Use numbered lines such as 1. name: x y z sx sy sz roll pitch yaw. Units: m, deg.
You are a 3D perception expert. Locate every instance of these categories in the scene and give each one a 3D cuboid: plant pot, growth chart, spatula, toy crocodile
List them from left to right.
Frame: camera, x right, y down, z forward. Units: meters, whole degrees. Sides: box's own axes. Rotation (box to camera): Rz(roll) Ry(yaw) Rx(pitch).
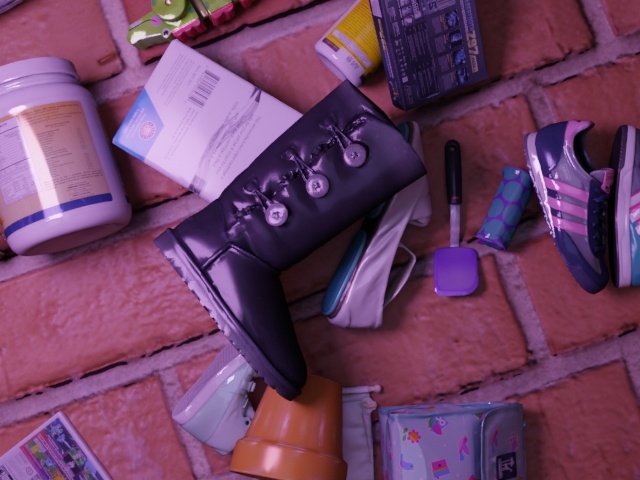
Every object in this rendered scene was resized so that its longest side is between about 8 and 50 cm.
1. toy crocodile: -0.208 -0.448 1.629 0.341 0.115 0.105 -28 87 2
2. plant pot: -0.042 0.338 1.538 0.205 0.205 0.187 11 73 4
3. growth chart: 0.025 0.387 1.627 0.172 0.021 0.237 2 88 4
4. spatula: 0.253 -0.044 1.627 0.084 0.030 0.296 -1 87 2

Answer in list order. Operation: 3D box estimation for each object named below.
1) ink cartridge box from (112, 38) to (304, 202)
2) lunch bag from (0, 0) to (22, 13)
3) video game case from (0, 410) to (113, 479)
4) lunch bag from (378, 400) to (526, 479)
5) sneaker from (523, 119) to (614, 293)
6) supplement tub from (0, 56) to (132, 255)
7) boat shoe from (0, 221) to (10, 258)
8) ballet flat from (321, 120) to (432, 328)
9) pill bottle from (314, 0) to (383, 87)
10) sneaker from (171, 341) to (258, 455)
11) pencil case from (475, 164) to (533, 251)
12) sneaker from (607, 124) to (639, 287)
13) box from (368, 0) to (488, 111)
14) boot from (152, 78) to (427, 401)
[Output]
1. ink cartridge box: -0.188 -0.191 1.610 0.307 0.129 0.223 31 90 3
2. lunch bag: -0.649 -0.548 1.623 0.305 0.212 0.256 -29 103 3
3. video game case: -0.510 0.461 1.656 0.183 0.023 0.201 -38 85 1
4. lunch bag: 0.247 0.402 1.549 0.262 0.160 0.223 -1 84 -8
5. sneaker: 0.476 -0.065 1.554 0.131 0.112 0.319 -22 88 34
6. supplement tub: -0.495 -0.150 1.578 0.228 0.228 0.316 -19 86 2
7. boat shoe: -0.690 -0.101 1.656 0.104 0.111 0.307 -45 96 -3
8. ballet flat: 0.129 -0.018 1.598 0.139 0.139 0.400 22 93 4
9. pill bottle: 0.099 -0.396 1.608 0.117 0.117 0.215 44 91 4
10. sneaker: -0.140 0.280 1.619 0.256 0.094 0.151 -47 109 -13
11. pencil case: 0.343 -0.059 1.605 0.064 0.070 0.151 26 86 -31
12. sneaker: 0.618 -0.062 1.557 0.179 0.124 0.295 -1 95 8
13. box: 0.196 -0.373 1.556 0.183 0.059 0.232 -24 119 -13
14. boot: -0.001 -0.002 1.470 0.445 0.146 0.367 -39 88 -5
